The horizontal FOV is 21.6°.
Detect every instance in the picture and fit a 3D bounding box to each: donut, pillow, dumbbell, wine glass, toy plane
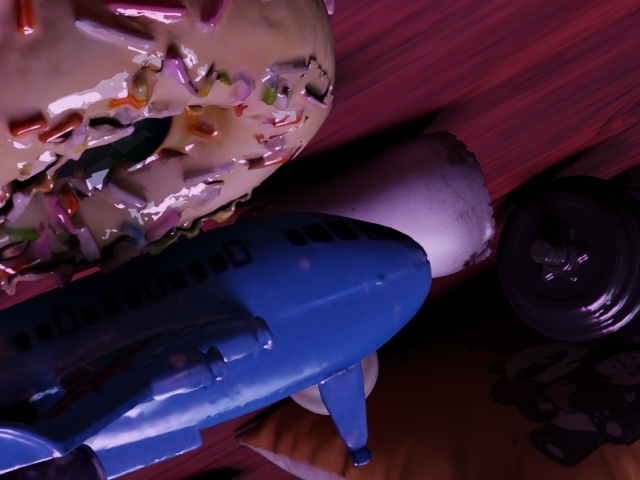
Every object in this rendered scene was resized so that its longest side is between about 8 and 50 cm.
[{"bbox_3d":[-0.068,-0.042,0.544,0.174,0.068,0.174,-26,163,-9],"label":"donut"},{"bbox_3d":[0.151,0.116,1.088,0.310,0.119,0.312,-22,-161,-27],"label":"pillow"},{"bbox_3d":[0.167,0.013,0.998,0.099,0.099,0.208,-35,161,21],"label":"dumbbell"},{"bbox_3d":[0.000,0.000,0.764,0.155,0.072,0.072,-17,159,-30],"label":"wine glass"},{"bbox_3d":[-0.082,0.052,0.624,0.271,0.105,0.254,-8,-176,-17],"label":"toy plane"}]

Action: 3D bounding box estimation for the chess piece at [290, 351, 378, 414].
[{"bbox_3d":[-0.008,0.054,0.928,0.059,0.059,0.149,-29,158,3],"label":"chess piece"}]
